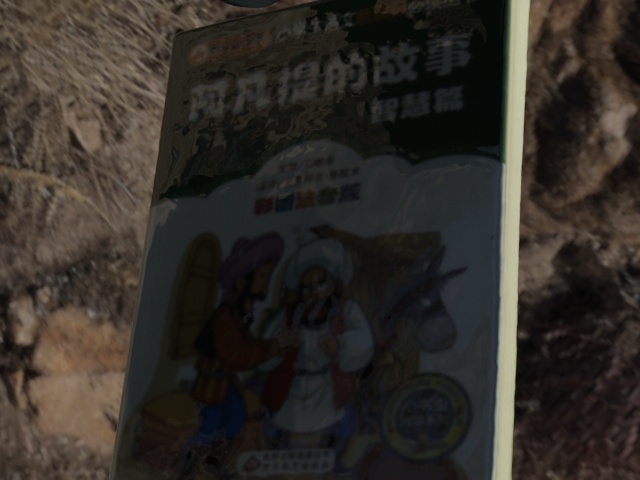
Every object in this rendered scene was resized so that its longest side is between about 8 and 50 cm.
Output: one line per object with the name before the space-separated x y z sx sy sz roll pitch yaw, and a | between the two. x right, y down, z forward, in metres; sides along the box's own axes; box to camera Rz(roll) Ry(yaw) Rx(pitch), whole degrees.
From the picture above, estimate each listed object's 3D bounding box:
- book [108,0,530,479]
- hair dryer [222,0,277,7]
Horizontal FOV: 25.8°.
book | 0.000 0.000 0.672 0.027 0.202 0.264 37 53 -52
hair dryer | -0.029 -0.223 0.606 0.071 0.124 0.219 -9 78 -48
